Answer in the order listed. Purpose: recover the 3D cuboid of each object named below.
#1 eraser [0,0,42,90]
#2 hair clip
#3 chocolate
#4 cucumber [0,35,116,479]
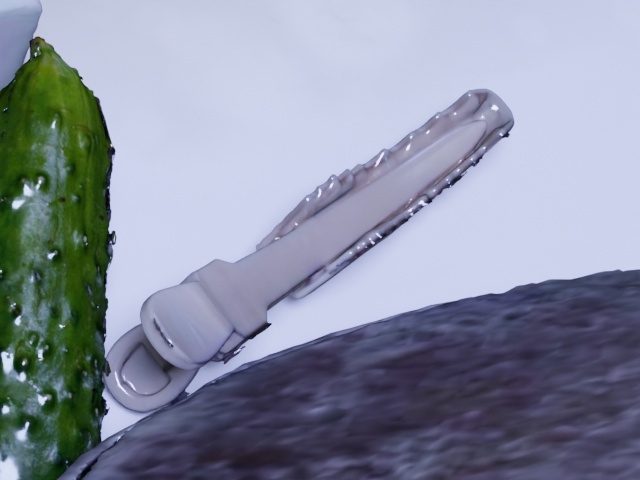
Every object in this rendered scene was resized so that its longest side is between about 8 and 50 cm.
[{"bbox_3d":[-0.223,-0.176,0.663,0.130,0.086,0.287,-19,72,-28],"label":"eraser"},{"bbox_3d":[0.000,0.000,0.680,0.034,0.072,0.226,51,50,4],"label":"hair clip"},{"bbox_3d":[0.077,0.140,0.522,0.303,0.303,0.213,-20,100,-27],"label":"chocolate"},{"bbox_3d":[-0.106,0.030,0.602,0.069,0.069,0.227,8,70,-16],"label":"cucumber"}]
